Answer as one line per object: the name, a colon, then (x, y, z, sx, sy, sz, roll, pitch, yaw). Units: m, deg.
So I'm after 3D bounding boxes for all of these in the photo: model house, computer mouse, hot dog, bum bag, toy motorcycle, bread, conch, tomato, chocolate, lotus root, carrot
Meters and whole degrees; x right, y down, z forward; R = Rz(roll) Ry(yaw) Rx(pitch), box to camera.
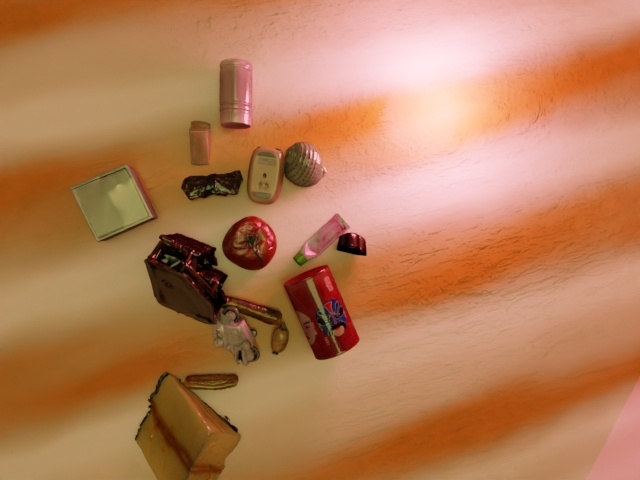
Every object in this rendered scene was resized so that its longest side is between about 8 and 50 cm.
model house: (-0.478, 0.105, 1.764, 0.317, 0.297, 0.282, 23, 43, -4)
computer mouse: (-0.223, -0.266, 1.872, 0.145, 0.082, 0.236, 6, 94, 2)
hot dog: (-0.444, 0.583, 1.870, 0.216, 0.066, 0.047, -1, 134, -11)
bum bag: (-0.435, -0.222, 1.848, 0.248, 0.069, 0.102, -10, 57, -8)
toy motorcycle: (-0.358, 0.395, 1.862, 0.171, 0.110, 0.260, -21, 104, 14)
bread: (-0.490, -0.397, 1.860, 0.077, 0.105, 0.152, 2, 122, -10)
conch: (-0.060, -0.311, 1.880, 0.200, 0.131, 0.172, 25, 86, -8)
tomato: (-0.287, 0.011, 1.865, 0.228, 0.101, 0.227, 0, 88, -11)
bread: (-0.555, 0.805, 1.869, 0.405, 0.242, 0.345, 39, 88, 25)
chocolate: (0.133, 0.011, 1.941, 0.149, 0.125, 0.080, 21, 76, -46)
lotus root: (-0.165, 0.408, 1.905, 0.072, 0.063, 0.151, 8, 99, -34)
carrot: (-0.285, 0.287, 1.882, 0.260, 0.070, 0.070, 20, 88, -9)

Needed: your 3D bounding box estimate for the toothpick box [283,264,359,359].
toothpick box: (0.005, 0.290, 1.866, 0.204, 0.204, 0.333, -25, 94, -8)

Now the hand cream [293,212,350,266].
hand cream: (0.000, 0.000, 1.944, 0.275, 0.050, 0.079, -42, 122, -12)

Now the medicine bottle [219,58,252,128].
medicine bottle: (-0.337, -0.582, 1.827, 0.133, 0.133, 0.249, 0, 90, -10)

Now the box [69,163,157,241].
box: (-0.791, -0.142, 1.766, 0.225, 0.117, 0.225, -25, 96, -8)
